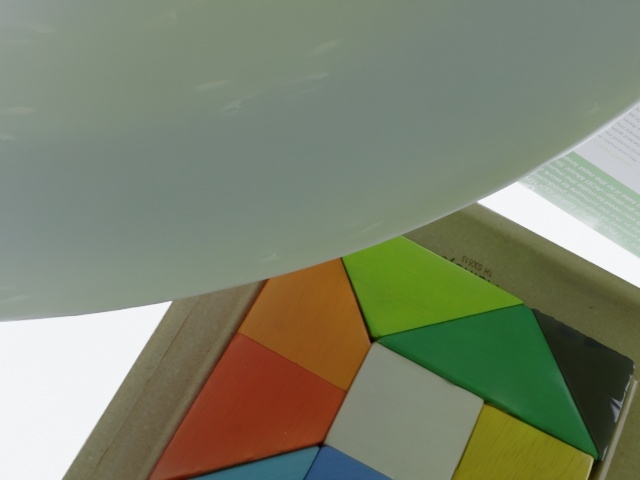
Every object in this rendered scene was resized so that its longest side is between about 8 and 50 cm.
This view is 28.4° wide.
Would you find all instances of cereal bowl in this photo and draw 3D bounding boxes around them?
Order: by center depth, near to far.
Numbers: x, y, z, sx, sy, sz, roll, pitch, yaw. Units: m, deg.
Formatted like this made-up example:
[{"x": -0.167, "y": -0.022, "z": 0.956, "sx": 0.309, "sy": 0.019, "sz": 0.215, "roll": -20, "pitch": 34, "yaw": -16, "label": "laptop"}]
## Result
[{"x": -0.049, "y": -0.104, "z": 0.337, "sx": 0.339, "sy": 0.339, "sz": 0.141, "roll": -21, "pitch": -111, "yaw": 12, "label": "cereal bowl"}]

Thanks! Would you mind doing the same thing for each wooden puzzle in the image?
[{"x": 0.032, "y": 0.082, "z": 0.514, "sx": 0.221, "sy": 0.044, "sz": 0.239, "roll": 28, "pitch": -118, "yaw": 2, "label": "wooden puzzle"}]

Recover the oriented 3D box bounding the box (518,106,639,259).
[{"x": 0.253, "y": -0.064, "z": 0.706, "sx": 0.232, "sy": 0.322, "sz": 0.058, "roll": 30, "pitch": -116, "yaw": -17, "label": "box"}]
